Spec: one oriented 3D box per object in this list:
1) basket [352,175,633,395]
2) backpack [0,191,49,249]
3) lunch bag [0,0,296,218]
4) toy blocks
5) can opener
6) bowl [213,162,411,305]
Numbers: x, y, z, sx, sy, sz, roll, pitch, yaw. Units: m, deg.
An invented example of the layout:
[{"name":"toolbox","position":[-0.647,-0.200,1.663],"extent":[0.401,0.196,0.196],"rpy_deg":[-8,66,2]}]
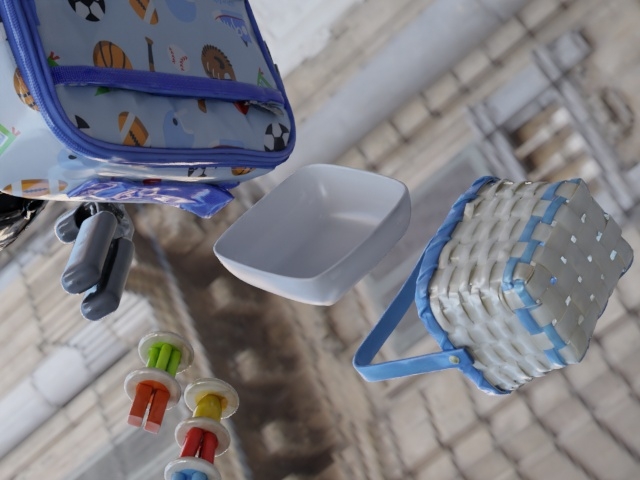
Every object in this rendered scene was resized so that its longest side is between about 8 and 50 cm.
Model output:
[{"name":"basket","position":[0.189,0.057,1.716],"extent":[0.201,0.289,0.255],"rpy_deg":[53,-127,-27]},{"name":"backpack","position":[-0.320,-0.080,1.180],"extent":[0.253,0.225,0.191],"rpy_deg":[-6,-132,-49]},{"name":"lunch bag","position":[-0.141,-0.136,1.070],"extent":[0.303,0.115,0.243],"rpy_deg":[-2,-112,-57]},{"name":"toy blocks","position":[-0.131,0.170,1.346],"extent":[0.123,0.054,0.148],"rpy_deg":[49,-150,-27]},{"name":"can opener","position":[-0.267,0.016,1.732],"extent":[0.076,0.095,0.283],"rpy_deg":[58,-168,-20]},{"name":"bowl","position":[0.000,0.000,1.266],"extent":[0.142,0.142,0.053],"rpy_deg":[-43,-54,-27]}]
